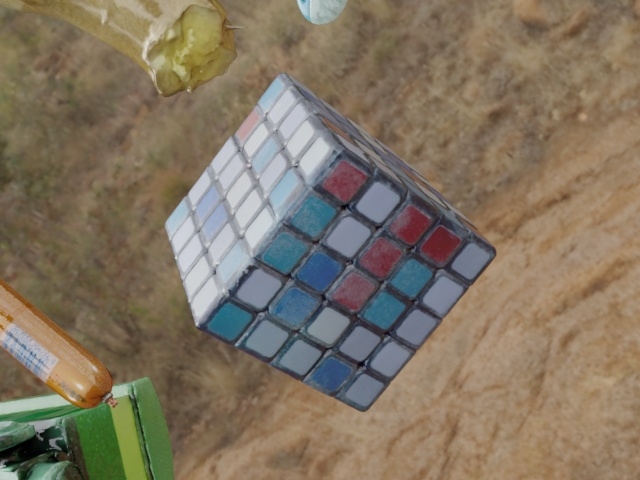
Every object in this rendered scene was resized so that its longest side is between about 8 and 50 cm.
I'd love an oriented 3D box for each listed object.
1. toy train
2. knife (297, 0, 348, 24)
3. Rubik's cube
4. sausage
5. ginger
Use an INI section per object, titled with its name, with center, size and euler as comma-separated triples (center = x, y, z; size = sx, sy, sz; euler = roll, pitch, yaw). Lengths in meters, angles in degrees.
[toy train]
center = -0.283, 0.200, 0.799
size = 0.301, 0.202, 0.120
euler = -12, 89, 28
[knife]
center = 0.008, -0.332, 0.979
size = 0.031, 0.064, 0.222
euler = -41, -42, -65
[Rubik's cube]
center = 0.000, 0.000, 1.283
size = 0.292, 0.287, 0.293
euler = -52, 30, 10
[sausage]
center = -0.156, 0.061, 0.545
size = 0.031, 0.107, 0.031
euler = -50, -9, -11
[ginger]
center = -0.239, -0.239, 0.746
size = 0.166, 0.375, 0.236
euler = -53, 18, 17
